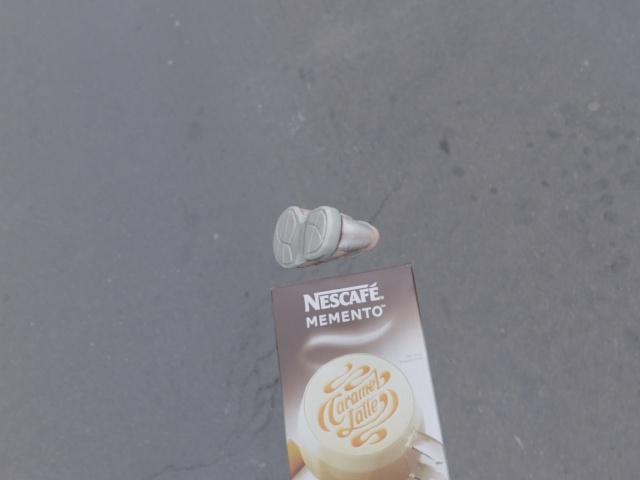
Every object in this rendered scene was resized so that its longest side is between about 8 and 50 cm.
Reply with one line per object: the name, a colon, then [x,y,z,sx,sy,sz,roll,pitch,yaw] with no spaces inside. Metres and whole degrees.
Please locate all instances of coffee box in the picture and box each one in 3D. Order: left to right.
coffee box: [0.039,0.160,0.695,0.141,0.098,0.246,-11,68,6]

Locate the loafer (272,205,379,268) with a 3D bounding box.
loafer: [0.000,0.000,0.515,0.039,0.125,0.045,10,86,-18]
